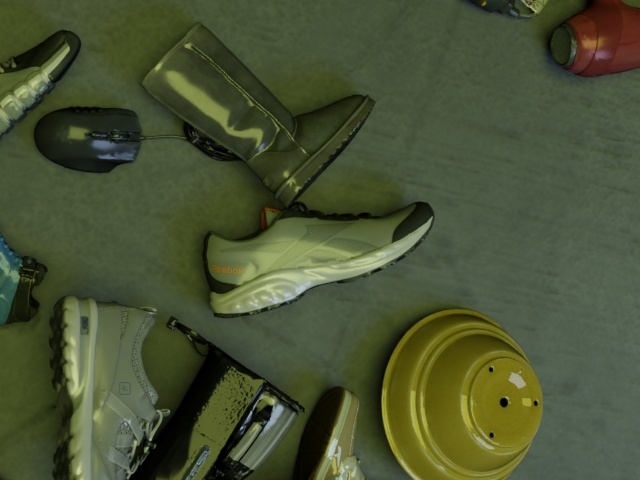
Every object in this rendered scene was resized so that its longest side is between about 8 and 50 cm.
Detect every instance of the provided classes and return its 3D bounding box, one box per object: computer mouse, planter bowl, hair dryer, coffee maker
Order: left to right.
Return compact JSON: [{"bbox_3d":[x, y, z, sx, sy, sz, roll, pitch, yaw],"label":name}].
[{"bbox_3d":[-0.182,-0.109,1.225,0.242,0.041,0.071,-2,92,-17],"label":"computer mouse"},{"bbox_3d":[-0.132,0.207,1.226,0.171,0.120,0.178,32,81,19],"label":"coffee maker"},{"bbox_3d":[0.183,0.183,1.288,0.217,0.090,0.217,4,81,-29],"label":"planter bowl"},{"bbox_3d":[0.334,-0.302,1.345,0.293,0.080,0.224,33,83,-15],"label":"hair dryer"}]

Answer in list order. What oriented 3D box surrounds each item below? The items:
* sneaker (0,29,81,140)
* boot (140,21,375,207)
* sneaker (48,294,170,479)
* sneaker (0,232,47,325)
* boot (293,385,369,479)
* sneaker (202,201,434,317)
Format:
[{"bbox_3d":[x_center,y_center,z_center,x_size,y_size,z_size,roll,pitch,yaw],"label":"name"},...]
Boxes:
[{"bbox_3d":[-0.359,-0.160,1.151,0.132,0.086,0.229,45,81,-11],"label":"sneaker"},{"bbox_3d":[-0.064,-0.157,1.245,0.208,0.076,0.190,41,55,4],"label":"boot"},{"bbox_3d":[-0.200,0.193,1.128,0.115,0.105,0.281,-1,87,-23],"label":"sneaker"},{"bbox_3d":[-0.324,0.013,1.178,0.084,0.058,0.152,-2,97,-10],"label":"sneaker"},{"bbox_3d":[0.055,0.282,1.291,0.165,0.077,0.213,15,86,-19],"label":"boot"},{"bbox_3d":[0.000,0.000,1.254,0.271,0.100,0.108,-18,92,-14],"label":"sneaker"}]
